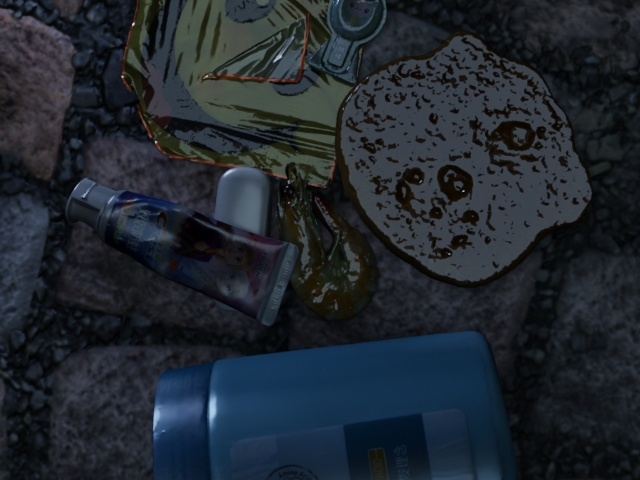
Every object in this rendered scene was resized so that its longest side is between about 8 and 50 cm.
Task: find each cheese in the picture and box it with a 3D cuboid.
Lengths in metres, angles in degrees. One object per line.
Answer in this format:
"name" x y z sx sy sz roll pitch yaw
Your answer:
"cheese" 0.035 -0.242 1.671 0.067 0.026 0.121 22 89 2

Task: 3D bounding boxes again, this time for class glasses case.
"glasses case" -0.090 -0.001 1.673 0.063 0.041 0.164 4 92 9

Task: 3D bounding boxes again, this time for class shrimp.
"shrimp" 0.000 0.000 1.669 0.101 0.042 0.190 -23 93 -9

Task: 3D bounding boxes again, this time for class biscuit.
"biscuit" 0.155 -0.091 1.656 0.257 0.049 0.273 -34 88 0

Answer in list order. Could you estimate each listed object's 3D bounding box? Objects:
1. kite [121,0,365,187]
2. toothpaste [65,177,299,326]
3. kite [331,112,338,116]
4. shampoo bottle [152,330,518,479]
"kite" -0.073 -0.230 1.694 0.327 0.013 0.378 -30 86 3
"toothpaste" -0.157 0.003 1.651 0.266 0.061 0.096 23 101 13
"kite" 0.056 -0.144 1.688 0.078 0.002 0.044 -29 88 4
"shampoo bottle" 0.027 0.272 1.518 0.342 0.331 0.331 -8 88 2
